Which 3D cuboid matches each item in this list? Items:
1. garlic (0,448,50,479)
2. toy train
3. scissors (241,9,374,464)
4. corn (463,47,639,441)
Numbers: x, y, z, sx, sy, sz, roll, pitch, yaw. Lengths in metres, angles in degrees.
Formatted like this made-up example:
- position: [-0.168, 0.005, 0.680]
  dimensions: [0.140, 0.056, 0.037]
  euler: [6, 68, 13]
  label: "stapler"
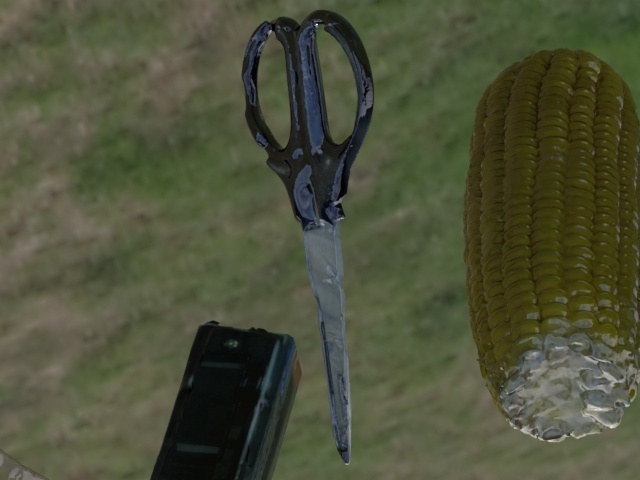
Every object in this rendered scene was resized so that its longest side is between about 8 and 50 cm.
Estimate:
- position: [-0.254, 0.217, 1.272]
  dimensions: [0.279, 0.132, 0.325]
  euler: [40, 145, -14]
  label: "garlic"
- position: [-0.103, 0.253, 1.577]
  dimensions: [0.086, 0.409, 0.089]
  euler: [6, 145, 14]
  label: "toy train"
- position: [0.000, 0.000, 1.313]
  dimensions: [0.109, 0.300, 0.022]
  euler: [-3, -177, 43]
  label: "scissors"
- position: [0.164, -0.007, 1.379]
  dimensions: [0.131, 0.344, 0.131]
  euler: [2, 128, 3]
  label: "corn"
